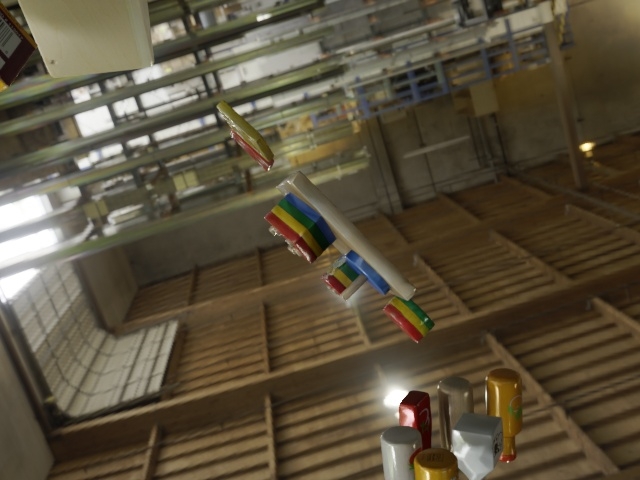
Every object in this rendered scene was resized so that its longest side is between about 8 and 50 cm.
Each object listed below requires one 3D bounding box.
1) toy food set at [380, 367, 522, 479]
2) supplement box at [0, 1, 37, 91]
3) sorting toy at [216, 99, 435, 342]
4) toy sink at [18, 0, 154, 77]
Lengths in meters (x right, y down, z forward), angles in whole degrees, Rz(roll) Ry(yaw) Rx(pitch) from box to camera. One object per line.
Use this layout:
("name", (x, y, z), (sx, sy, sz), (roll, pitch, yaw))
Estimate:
("toy food set", (0.136, 0.221, 0.753), (0.111, 0.104, 0.232), (1, -165, 28))
("supplement box", (-0.355, -0.149, 0.615), (0.188, 0.104, 0.080), (-22, -144, 19))
("sorting toy", (0.000, 0.000, 0.618), (0.046, 0.274, 0.132), (-45, -173, -4))
("toy sink", (-0.277, -0.331, 0.835), (0.131, 0.234, 0.152), (-8, 156, -8))
